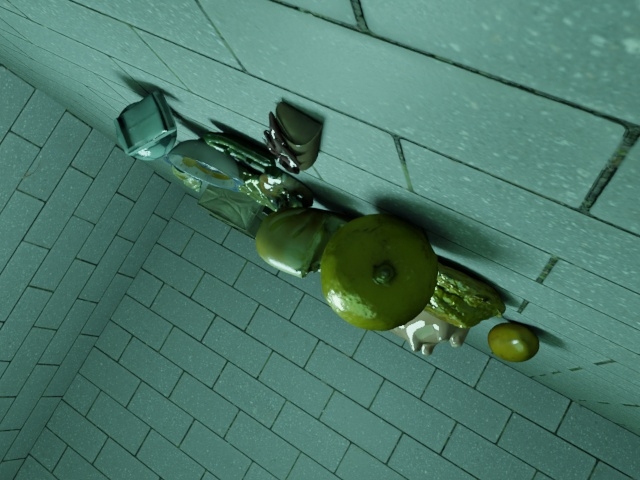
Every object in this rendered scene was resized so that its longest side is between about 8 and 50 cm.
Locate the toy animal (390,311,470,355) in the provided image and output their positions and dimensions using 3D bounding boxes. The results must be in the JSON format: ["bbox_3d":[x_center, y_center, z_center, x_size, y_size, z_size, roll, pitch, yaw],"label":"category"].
[{"bbox_3d":[0.329,0.230,1.755,0.326,0.269,0.237,-20,141,38],"label":"toy animal"}]

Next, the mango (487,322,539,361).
[{"bbox_3d":[0.573,0.302,1.619,0.138,0.113,0.253,26,172,12],"label":"mango"}]

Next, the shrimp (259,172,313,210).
[{"bbox_3d":[-0.086,-0.110,1.459,0.143,0.052,0.251,16,163,12],"label":"shrimp"}]

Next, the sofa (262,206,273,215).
[{"bbox_3d":[-0.150,-0.096,1.979,0.118,0.060,0.039,30,170,-3],"label":"sofa"}]

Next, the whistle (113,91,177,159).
[{"bbox_3d":[-0.421,-0.287,1.371,0.289,0.163,0.163,-13,144,42],"label":"whistle"}]

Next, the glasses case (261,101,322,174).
[{"bbox_3d":[-0.060,-0.166,0.922,0.102,0.070,0.193,31,174,1],"label":"glasses case"}]

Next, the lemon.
[{"bbox_3d":[0.122,0.067,1.157,0.260,0.260,0.284,29,-157,5],"label":"lemon"}]

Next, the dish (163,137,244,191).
[{"bbox_3d":[-0.308,-0.221,1.497,0.236,0.086,0.228,23,169,-6],"label":"dish"}]

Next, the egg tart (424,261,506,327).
[{"bbox_3d":[0.331,0.144,1.404,0.294,0.123,0.294,28,176,2],"label":"egg tart"}]

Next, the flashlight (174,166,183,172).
[{"bbox_3d":[-0.418,-0.260,1.765,0.093,0.093,0.232,33,173,-29],"label":"flashlight"}]

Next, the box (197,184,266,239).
[{"bbox_3d":[-0.320,-0.128,2.072,0.231,0.155,0.149,29,174,14],"label":"box"}]

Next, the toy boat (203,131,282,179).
[{"bbox_3d":[-0.177,-0.203,1.254,0.210,0.052,0.104,27,176,14],"label":"toy boat"}]

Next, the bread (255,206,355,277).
[{"bbox_3d":[0.000,0.000,1.410,0.333,0.160,0.333,12,-168,-2],"label":"bread"}]

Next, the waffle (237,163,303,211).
[{"bbox_3d":[-0.178,-0.152,1.673,0.309,0.056,0.292,31,174,-3],"label":"waffle"}]

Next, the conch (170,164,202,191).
[{"bbox_3d":[-0.492,-0.267,2.002,0.116,0.106,0.173,11,160,-2],"label":"conch"}]
